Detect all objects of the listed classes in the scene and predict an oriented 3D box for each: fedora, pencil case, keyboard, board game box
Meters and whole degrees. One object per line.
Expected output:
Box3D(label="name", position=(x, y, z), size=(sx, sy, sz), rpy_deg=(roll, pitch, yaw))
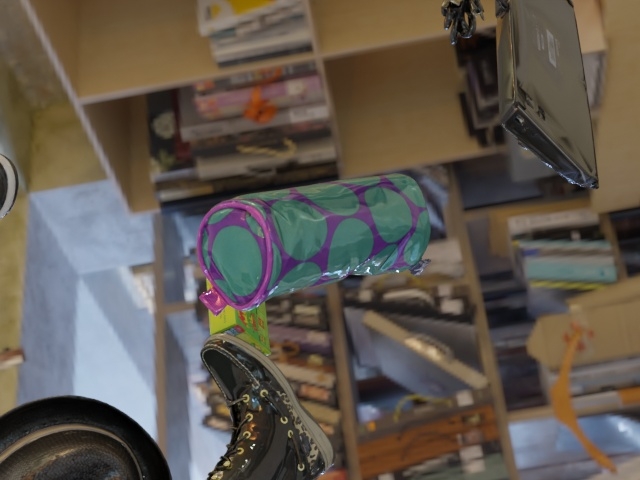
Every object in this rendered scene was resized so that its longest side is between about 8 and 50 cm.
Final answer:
Box3D(label="fedora", position=(-0.337, 0.359, 1.407), size=(0.152, 0.334, 0.334), rpy_deg=(146, 115, -72))
Box3D(label="pencil case", position=(0.000, 0.000, 0.651), size=(0.064, 0.151, 0.070), rpy_deg=(49, 125, 25))
Box3D(label="keyboard", position=(0.172, -0.190, 0.996), size=(0.201, 0.033, 0.317), rpy_deg=(40, -147, -24))
Box3D(label="board game box", position=(-0.119, 0.073, 1.571), size=(0.092, 0.043, 0.181), rpy_deg=(46, -155, -44))

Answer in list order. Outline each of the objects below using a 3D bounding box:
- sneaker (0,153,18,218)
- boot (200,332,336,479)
Box3D(label="sneaker", position=(-0.397, -0.034, 1.017), size=(0.097, 0.234, 0.084), rpy_deg=(-97, 0, -82))
Box3D(label="boot", position=(-0.104, 0.249, 1.421), size=(0.236, 0.085, 0.178), rpy_deg=(50, -133, -3))
